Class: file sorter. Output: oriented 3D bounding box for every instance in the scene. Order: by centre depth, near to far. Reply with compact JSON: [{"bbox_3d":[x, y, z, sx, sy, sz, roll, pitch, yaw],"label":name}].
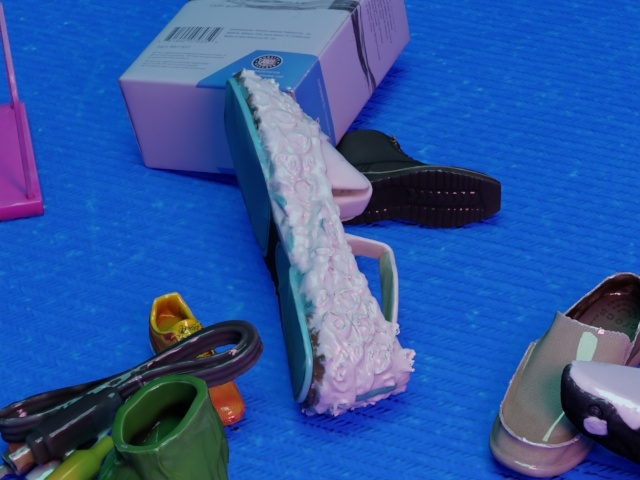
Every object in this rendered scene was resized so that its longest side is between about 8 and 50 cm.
[{"bbox_3d":[-0.473,-0.135,2.016,0.291,0.182,0.202,-9,40,-9],"label":"file sorter"}]

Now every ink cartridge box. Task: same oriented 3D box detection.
[{"bbox_3d":[-0.057,-0.212,2.110,0.223,0.129,0.307,5,39,26],"label":"ink cartridge box"}]

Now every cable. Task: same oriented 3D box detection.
[{"bbox_3d":[-0.190,0.160,1.722,0.287,0.072,0.139,-29,32,-23],"label":"cable"}]

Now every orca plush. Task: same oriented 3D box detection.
[{"bbox_3d":[0.350,0.193,1.659,0.287,0.102,0.151,9,24,-13],"label":"orca plush"}]

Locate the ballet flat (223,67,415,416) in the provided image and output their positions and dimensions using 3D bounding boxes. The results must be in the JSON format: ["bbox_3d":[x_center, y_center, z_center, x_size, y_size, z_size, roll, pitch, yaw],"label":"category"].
[{"bbox_3d":[0.000,0.000,1.844,0.147,0.147,0.408,-10,58,-9],"label":"ballet flat"}]

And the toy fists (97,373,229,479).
[{"bbox_3d":[-0.169,0.247,1.571,0.096,0.142,0.279,7,38,29],"label":"toy fists"}]

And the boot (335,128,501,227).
[{"bbox_3d":[0.102,-0.082,2.016,0.198,0.076,0.137,3,34,4],"label":"boot"}]

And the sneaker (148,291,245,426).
[{"bbox_3d":[-0.128,0.118,1.782,0.064,0.067,0.175,-20,44,-23],"label":"sneaker"}]

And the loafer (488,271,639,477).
[{"bbox_3d":[0.242,0.119,1.743,0.102,0.092,0.268,19,44,23],"label":"loafer"}]
